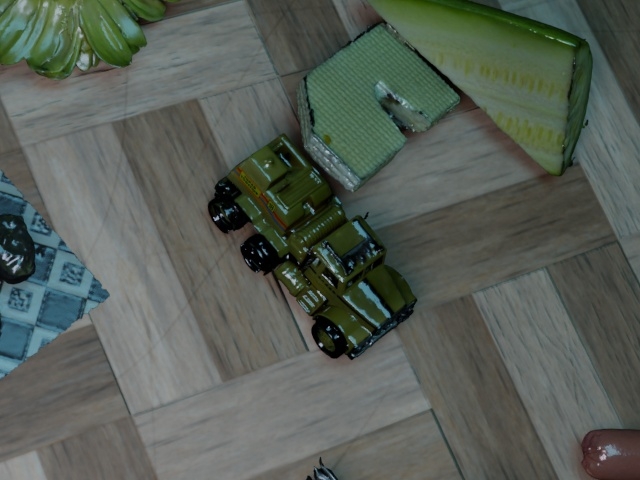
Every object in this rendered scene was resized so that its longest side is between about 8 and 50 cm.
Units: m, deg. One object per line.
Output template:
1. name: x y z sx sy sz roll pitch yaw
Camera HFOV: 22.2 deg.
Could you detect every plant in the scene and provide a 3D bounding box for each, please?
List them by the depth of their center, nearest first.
1. plant: -0.317 -0.342 1.858 0.261 0.297 0.306 6 80 17

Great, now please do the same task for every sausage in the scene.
1. sausage: 0.377 0.252 1.909 0.154 0.062 0.062 5 67 -18

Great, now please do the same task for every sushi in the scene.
1. sushi: -0.377 0.029 1.757 0.219 0.047 0.231 -39 84 -28

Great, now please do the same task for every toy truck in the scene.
1. toy truck: 0.000 0.003 1.853 0.127 0.127 0.257 -36 86 -29

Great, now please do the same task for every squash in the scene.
1. squash: 0.194 -0.220 2.043 0.288 0.203 0.111 15 38 19

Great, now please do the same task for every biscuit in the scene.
1. biscuit: 0.056 -0.160 1.945 0.147 0.046 0.250 44 44 4

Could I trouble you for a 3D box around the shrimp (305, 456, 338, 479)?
1. shrimp: 0.097 0.351 1.773 0.178 0.075 0.289 -22 75 -33
